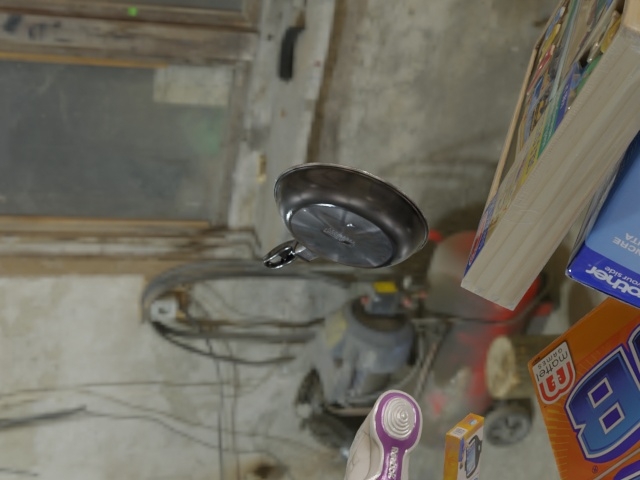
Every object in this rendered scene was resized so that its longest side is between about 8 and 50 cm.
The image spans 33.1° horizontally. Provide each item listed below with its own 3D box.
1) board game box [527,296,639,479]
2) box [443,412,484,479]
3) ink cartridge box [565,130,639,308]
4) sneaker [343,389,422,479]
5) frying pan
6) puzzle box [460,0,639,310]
[{"bbox_3d":[0.489,0.213,1.064,0.356,0.356,0.356,-47,33,32],"label":"board game box"},{"bbox_3d":[0.218,0.343,1.652,0.028,0.081,0.136,13,113,33],"label":"box"},{"bbox_3d":[0.334,-0.107,0.849,0.395,0.151,0.270,101,-165,-56],"label":"ink cartridge box"},{"bbox_3d":[0.093,0.409,1.800,0.152,0.114,0.305,121,172,-60],"label":"sneaker"},{"bbox_3d":[-0.016,-0.017,1.339,0.326,0.197,0.053,-8,50,41],"label":"frying pan"},{"bbox_3d":[0.234,-0.163,0.934,0.409,0.052,0.272,-65,-1,-48],"label":"puzzle box"}]
